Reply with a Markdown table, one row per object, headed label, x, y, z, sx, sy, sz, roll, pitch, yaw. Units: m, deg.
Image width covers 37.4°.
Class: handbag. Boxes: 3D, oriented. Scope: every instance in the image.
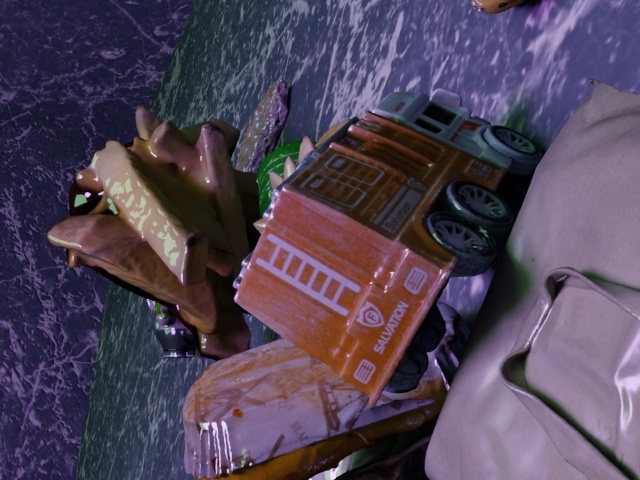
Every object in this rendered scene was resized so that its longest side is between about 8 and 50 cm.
| label | x | y | z | sx | sy | sz | roll | pitch | yaw |
| --- | --- | --- | --- | --- | --- | --- | --- | --- | --- |
| handbag | 0.178 | 0.072 | 0.570 | 0.316 | 0.109 | 0.253 | -68 | 20 | 9 |

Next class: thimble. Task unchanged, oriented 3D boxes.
| label | x | y | z | sx | sy | sz | roll | pitch | yaw |
| --- | --- | --- | --- | --- | --- | --- | --- | --- | --- |
| thimble | -0.025 | -0.063 | 1.239 | 0.130 | 0.118 | 0.090 | 88 | 179 | -55 |

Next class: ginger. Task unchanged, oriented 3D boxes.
| label | x | y | z | sx | sy | sz | roll | pitch | yaw |
| --- | --- | --- | --- | --- | --- | --- | --- | --- | --- |
| ginger | -0.145 | -0.035 | 1.302 | 0.211 | 0.358 | 0.413 | -35 | 14 | 41 |

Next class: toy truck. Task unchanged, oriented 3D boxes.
| label | x | y | z | sx | sy | sz | roll | pitch | yaw |
| --- | --- | --- | --- | --- | --- | --- | --- | --- | --- |
| toy truck | 0.059 | -0.020 | 0.750 | 0.136 | 0.162 | 0.305 | -64 | -8 | 30 |

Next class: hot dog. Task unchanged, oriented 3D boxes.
| label | x | y | z | sx | sy | sz | roll | pitch | yaw |
| --- | --- | --- | --- | --- | --- | --- | --- | --- | --- |
| hot dog | 0.010 | 0.128 | 0.803 | 0.162 | 0.270 | 0.082 | -111 | 2 | -62 |

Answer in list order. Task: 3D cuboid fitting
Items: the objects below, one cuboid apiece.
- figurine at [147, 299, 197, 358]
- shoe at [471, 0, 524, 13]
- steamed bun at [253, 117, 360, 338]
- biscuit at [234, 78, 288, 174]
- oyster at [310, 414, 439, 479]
| label | x | y | z | sx | sy | sz | roll | pitch | yaw |
| --- | --- | --- | --- | --- | --- | --- | --- | --- | --- |
| figurine | -0.253 | 0.118 | 1.723 | 0.126 | 0.147 | 0.192 | -18 | 70 | 51 |
| shoe | 0.175 | -0.254 | 0.899 | 0.069 | 0.072 | 0.109 | -18 | 53 | 21 |
| steamed bun | 0.000 | 0.000 | 1.024 | 0.292 | 0.137 | 0.295 | 109 | 166 | -48 |
| biscuit | -0.120 | -0.160 | 1.698 | 0.141 | 0.038 | 0.290 | -121 | 51 | -66 |
| oyster | -0.022 | 0.284 | 0.820 | 0.238 | 0.115 | 0.351 | -26 | 43 | 54 |
